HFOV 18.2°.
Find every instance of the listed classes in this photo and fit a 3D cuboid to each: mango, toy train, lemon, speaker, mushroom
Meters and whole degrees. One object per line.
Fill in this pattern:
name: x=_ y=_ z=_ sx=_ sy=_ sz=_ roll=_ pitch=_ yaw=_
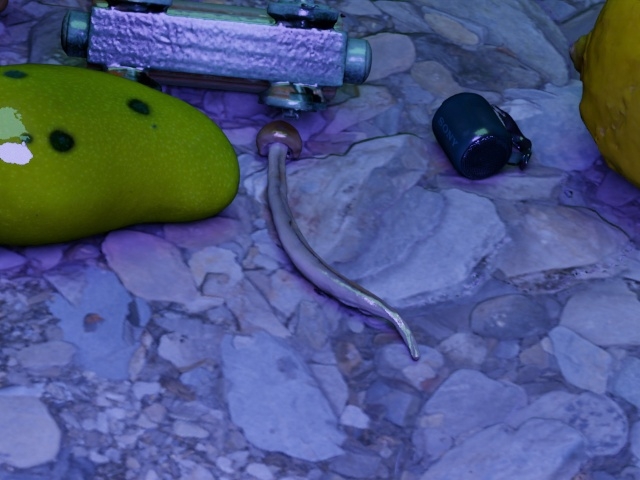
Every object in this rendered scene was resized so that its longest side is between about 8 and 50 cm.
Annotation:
mango: x=-0.211 y=-0.074 z=1.703 sx=0.293 sy=0.143 sz=0.175 roll=1 pitch=41 yaw=-25
toy train: x=-0.098 y=-0.180 z=1.867 sx=0.285 sy=0.116 sz=0.177 roll=4 pitch=7 yaw=-5
lemon: x=0.377 y=-0.140 z=1.808 sx=0.284 sy=0.260 sz=0.260 roll=37 pitch=43 yaw=2
speaker: x=0.157 y=-0.099 z=1.862 sx=0.094 sy=0.060 sz=0.075 roll=-8 pitch=43 yaw=-20
mushroom: x=-0.001 y=-0.002 z=1.738 sx=0.068 sy=0.043 sz=0.306 roll=-22 pitch=47 yaw=-6

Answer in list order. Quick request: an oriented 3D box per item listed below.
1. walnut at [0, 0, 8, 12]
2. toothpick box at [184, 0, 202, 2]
walnut: x=-0.441 y=-0.369 z=1.858 sx=0.383 sy=0.384 sz=0.383 roll=6 pitch=39 yaw=-5
toothpick box: x=-0.182 y=-0.293 z=1.989 sx=0.111 sy=0.111 sz=0.181 roll=-2 pitch=42 yaw=-13
